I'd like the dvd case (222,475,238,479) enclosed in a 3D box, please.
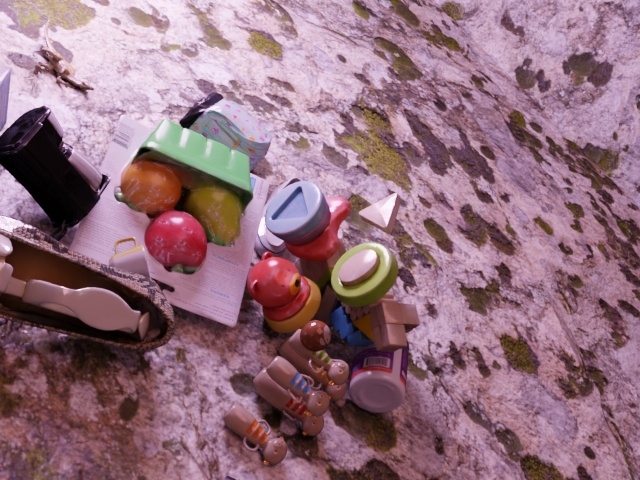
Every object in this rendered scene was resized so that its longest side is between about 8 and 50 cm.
[{"bbox_3d":[-0.137,0.449,1.441,0.164,0.018,0.221,20,29,24],"label":"dvd case"}]

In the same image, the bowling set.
[{"bbox_3d":[-0.019,0.249,1.672,0.154,0.200,0.287,42,41,0],"label":"bowling set"}]

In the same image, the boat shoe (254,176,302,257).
[{"bbox_3d":[-0.087,-0.056,2.016,0.083,0.076,0.226,28,39,-16],"label":"boat shoe"}]

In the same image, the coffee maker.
[{"bbox_3d":[-0.470,-0.114,1.649,0.178,0.120,0.171,53,29,-35],"label":"coffee maker"}]

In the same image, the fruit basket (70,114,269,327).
[{"bbox_3d":[-0.274,-0.037,1.802,0.327,0.165,0.353,23,58,-17],"label":"fruit basket"}]

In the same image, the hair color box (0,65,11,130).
[{"bbox_3d":[-0.637,-0.183,1.533,0.185,0.114,0.374,12,29,-8],"label":"hair color box"}]

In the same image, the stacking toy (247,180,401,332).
[{"bbox_3d":[0.000,0.000,1.816,0.130,0.279,0.309,50,37,-41],"label":"stacking toy"}]

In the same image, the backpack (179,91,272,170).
[{"bbox_3d":[-0.198,-0.230,2.065,0.182,0.115,0.152,43,34,-2],"label":"backpack"}]

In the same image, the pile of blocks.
[{"bbox_3d":[0.079,0.124,1.880,0.112,0.149,0.362,8,24,-34],"label":"pile of blocks"}]

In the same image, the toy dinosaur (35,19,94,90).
[{"bbox_3d":[-0.543,-0.367,1.970,0.183,0.053,0.092,54,22,5],"label":"toy dinosaur"}]

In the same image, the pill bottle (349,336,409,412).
[{"bbox_3d":[0.118,0.230,1.876,0.108,0.108,0.193,30,38,-15],"label":"pill bottle"}]

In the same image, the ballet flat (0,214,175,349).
[{"bbox_3d":[-0.438,0.066,1.483,0.482,0.164,0.182,21,-1,-27],"label":"ballet flat"}]

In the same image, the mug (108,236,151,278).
[{"bbox_3d":[-0.331,0.040,1.656,0.064,0.062,0.078,-13,34,-9],"label":"mug"}]
